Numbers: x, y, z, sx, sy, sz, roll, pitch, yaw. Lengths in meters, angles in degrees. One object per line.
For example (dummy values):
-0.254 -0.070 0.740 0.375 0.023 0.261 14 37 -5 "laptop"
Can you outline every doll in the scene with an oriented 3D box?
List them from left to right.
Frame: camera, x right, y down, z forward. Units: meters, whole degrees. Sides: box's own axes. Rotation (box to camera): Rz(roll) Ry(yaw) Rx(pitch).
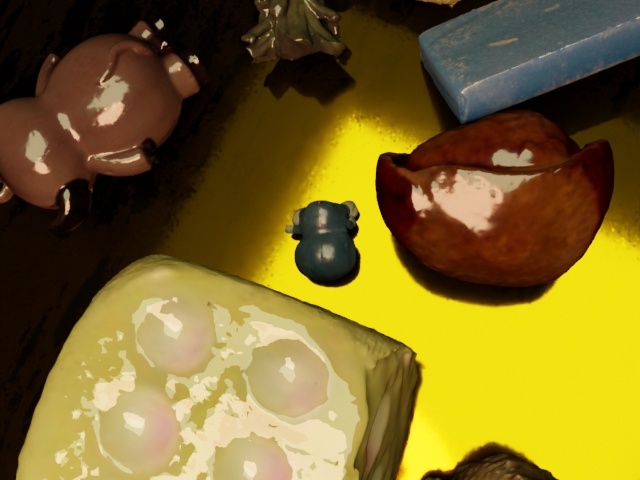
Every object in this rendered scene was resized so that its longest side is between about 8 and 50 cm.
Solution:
-0.246 -0.128 0.761 0.257 0.117 0.182 -43 74 -2 "doll"
0.000 0.000 0.727 0.076 0.050 0.083 -7 79 13 "doll"

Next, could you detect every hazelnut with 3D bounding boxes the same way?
0.147 -0.043 0.645 0.201 0.170 0.161 18 81 3 "hazelnut"

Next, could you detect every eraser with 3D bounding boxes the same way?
0.257 -0.215 0.692 0.311 0.043 0.144 -21 38 6 "eraser"

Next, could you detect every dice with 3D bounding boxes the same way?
-0.065 0.167 0.597 0.254 0.250 0.252 16 81 12 "dice"

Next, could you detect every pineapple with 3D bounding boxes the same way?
-0.035 -0.338 0.769 0.170 0.141 0.310 -6 83 -17 "pineapple"

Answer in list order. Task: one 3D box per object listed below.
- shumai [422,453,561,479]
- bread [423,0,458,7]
0.155 0.308 0.552 0.189 0.256 0.218 -34 102 34 "shumai"
0.123 -0.313 0.762 0.140 0.069 0.128 16 82 14 "bread"
